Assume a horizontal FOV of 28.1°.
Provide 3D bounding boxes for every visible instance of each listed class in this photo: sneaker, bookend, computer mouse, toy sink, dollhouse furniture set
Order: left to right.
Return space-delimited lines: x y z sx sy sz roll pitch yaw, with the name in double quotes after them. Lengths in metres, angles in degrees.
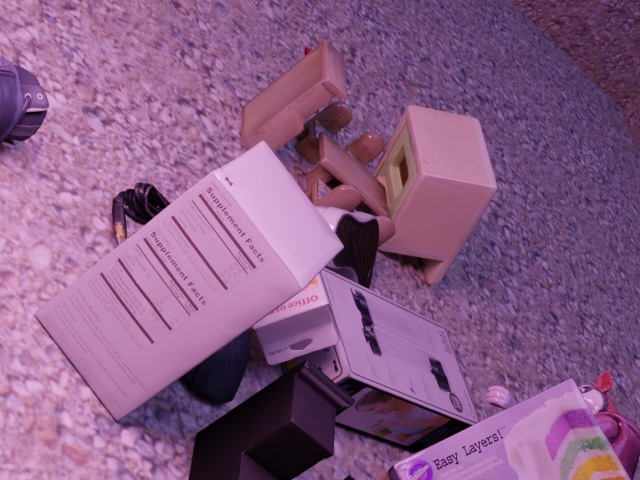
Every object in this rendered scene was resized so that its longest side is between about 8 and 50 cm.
-0.324 -0.099 1.222 0.163 0.086 0.226 17 43 -50 "sneaker"
-0.147 0.041 1.393 0.184 0.060 0.262 37 29 -36 "computer mouse"
-0.050 0.220 1.218 0.072 0.157 0.156 42 26 -24 "bookend"
0.000 0.000 1.671 0.290 0.123 0.106 41 60 -71 "sneaker"
0.029 -0.136 1.819 0.242 0.161 0.212 40 28 -29 "dollhouse furniture set"
0.151 -0.065 1.950 0.131 0.234 0.153 9 46 -18 "toy sink"

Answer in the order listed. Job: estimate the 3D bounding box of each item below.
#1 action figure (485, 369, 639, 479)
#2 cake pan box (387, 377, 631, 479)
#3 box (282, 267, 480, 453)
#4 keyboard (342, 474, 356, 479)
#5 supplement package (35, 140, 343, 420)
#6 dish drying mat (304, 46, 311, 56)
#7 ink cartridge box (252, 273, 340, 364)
0.355 0.328 1.656 0.248 0.275 0.370 54 46 -44 "action figure"
0.242 0.328 1.524 0.070 0.266 0.246 94 -28 -67 "cake pan box"
0.069 0.155 1.603 0.290 0.087 0.169 27 36 -47 "box"
0.119 0.381 1.372 0.317 0.033 0.201 53 -10 -6 "keyboard"
-0.123 0.038 1.217 0.134 0.244 0.139 53 25 -3 "supplement package"
0.003 -0.293 2.165 0.083 0.008 0.032 39 28 -29 "dish drying mat"
-0.040 0.061 1.453 0.090 0.092 0.143 72 -2 -59 "ink cartridge box"
